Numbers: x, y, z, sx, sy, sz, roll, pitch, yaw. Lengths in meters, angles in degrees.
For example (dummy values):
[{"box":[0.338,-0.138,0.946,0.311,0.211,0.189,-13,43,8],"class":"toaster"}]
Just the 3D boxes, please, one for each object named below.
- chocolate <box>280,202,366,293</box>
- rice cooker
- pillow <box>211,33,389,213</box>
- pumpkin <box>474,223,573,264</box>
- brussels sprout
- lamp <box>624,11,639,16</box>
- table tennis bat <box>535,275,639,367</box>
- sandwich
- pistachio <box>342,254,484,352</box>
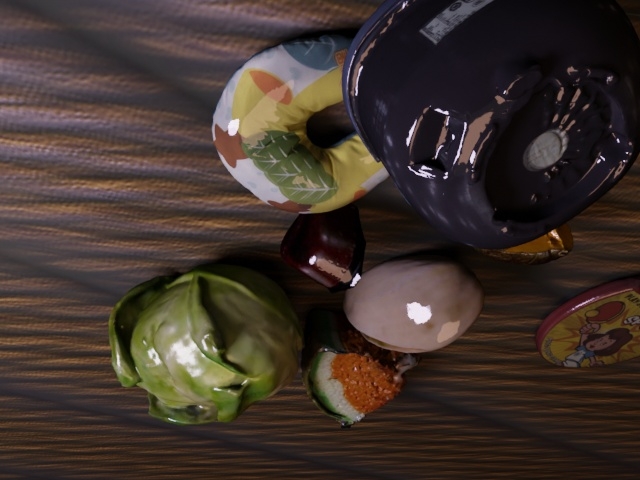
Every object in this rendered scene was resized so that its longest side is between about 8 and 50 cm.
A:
[{"box":[0.000,0.000,0.784,0.080,0.149,0.125,19,95,-24],"class":"chocolate"},{"box":[0.161,-0.133,0.556,0.267,0.224,0.267,-9,130,-11],"class":"rice cooker"},{"box":[-0.010,-0.128,0.681,0.214,0.086,0.233,-31,130,11],"class":"pillow"},{"box":[0.249,-0.027,0.782,0.183,0.119,0.107,32,124,-27],"class":"pumpkin"},{"box":[-0.163,0.156,0.867,0.259,0.227,0.294,-22,144,38],"class":"brussels sprout"},{"box":[0.314,-0.249,0.612,0.121,0.041,0.054,-6,146,5],"class":"lamp"},{"box":[0.582,0.126,1.037,0.268,0.051,0.415,27,131,-30],"class":"table tennis bat"},{"box":[0.059,0.217,1.042,0.212,0.109,0.292,-28,136,14],"class":"sandwich"},{"box":[0.143,0.098,0.896,0.238,0.153,0.138,-7,135,42],"class":"pistachio"}]
